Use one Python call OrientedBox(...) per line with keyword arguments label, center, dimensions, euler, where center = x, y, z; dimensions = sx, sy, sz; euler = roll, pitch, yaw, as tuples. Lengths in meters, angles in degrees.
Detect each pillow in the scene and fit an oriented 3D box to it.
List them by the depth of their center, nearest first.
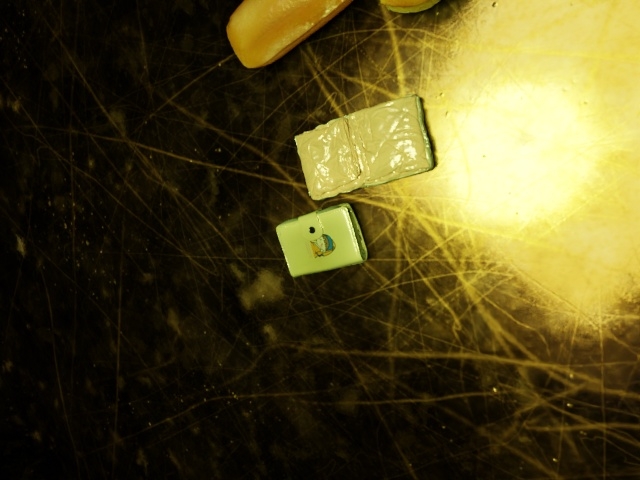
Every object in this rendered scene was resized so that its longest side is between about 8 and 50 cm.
OrientedBox(label="pillow", center=(0.062, -0.147, 0.694), dimensions=(0.232, 0.043, 0.126), euler=(-11, 90, 33))

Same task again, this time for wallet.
OrientedBox(label="wallet", center=(0.000, 0.000, 0.761), dimensions=(0.155, 0.039, 0.110), euler=(-15, 97, 31))

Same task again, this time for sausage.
OrientedBox(label="sausage", center=(-0.036, -0.375, 0.664), dimensions=(0.274, 0.105, 0.105), euler=(-24, 89, 31))

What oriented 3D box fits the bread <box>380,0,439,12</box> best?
OrientedBox(label="bread", center=(0.136, -0.397, 0.569), dimensions=(0.125, 0.086, 0.156), euler=(-5, 101, 25))
